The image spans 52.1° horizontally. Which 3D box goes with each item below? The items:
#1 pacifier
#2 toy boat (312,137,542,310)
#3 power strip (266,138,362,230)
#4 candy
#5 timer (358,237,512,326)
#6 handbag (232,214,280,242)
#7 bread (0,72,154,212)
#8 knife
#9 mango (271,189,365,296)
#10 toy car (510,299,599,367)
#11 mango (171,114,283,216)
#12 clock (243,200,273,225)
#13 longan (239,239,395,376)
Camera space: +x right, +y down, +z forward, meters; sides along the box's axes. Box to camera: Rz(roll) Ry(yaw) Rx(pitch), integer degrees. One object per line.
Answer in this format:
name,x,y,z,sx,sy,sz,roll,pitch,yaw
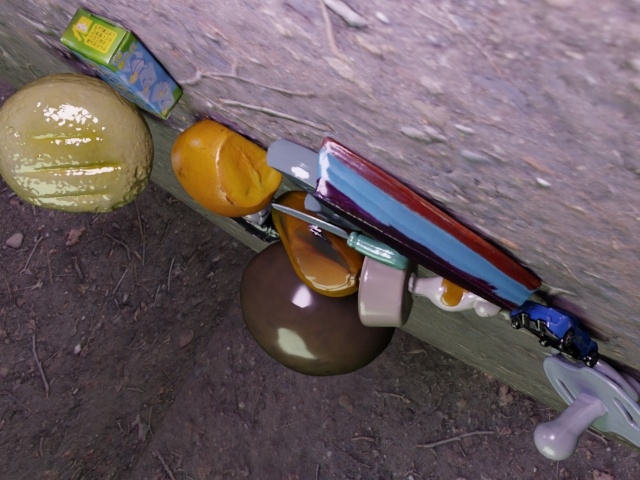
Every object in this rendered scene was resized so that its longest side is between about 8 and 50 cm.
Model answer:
pacifier,0.513,0.339,1.305,0.238,0.226,0.287,51,167,-12
toy boat,0.149,-0.012,0.938,0.392,0.079,0.136,30,172,-20
power strip,0.017,-0.074,1.082,0.168,0.054,0.253,28,172,25
candy,-0.295,-0.263,0.997,0.097,0.062,0.194,27,174,17
timer,0.219,0.094,1.204,0.266,0.175,0.175,9,166,18
handbag,-0.199,-0.067,1.896,0.211,0.088,0.254,37,173,-9
bread,-0.511,-0.198,1.374,0.320,0.320,0.237,32,-168,-17
knife,0.032,-0.012,1.132,0.260,0.034,0.063,23,175,3
mango,0.000,0.000,1.266,0.236,0.136,0.166,48,-150,1
toy car,0.395,0.151,1.082,0.103,0.063,0.216,24,177,45
mango,-0.194,-0.131,1.216,0.187,0.138,0.257,47,160,-25
clock,-0.195,-0.100,1.668,0.117,0.080,0.176,34,174,-22
longan,0.000,0.145,1.548,0.405,0.336,0.404,21,-178,-1
